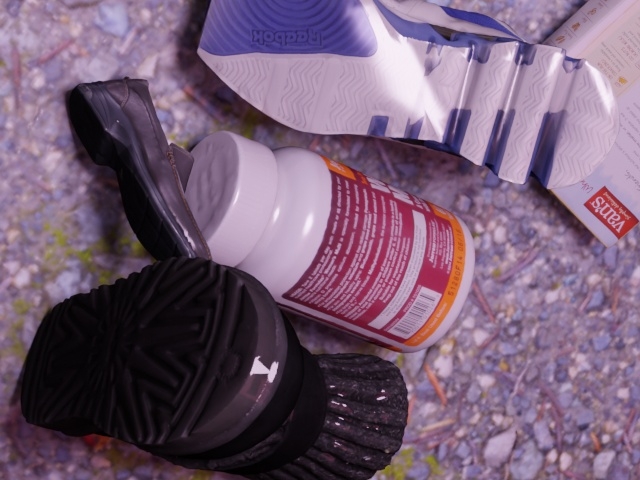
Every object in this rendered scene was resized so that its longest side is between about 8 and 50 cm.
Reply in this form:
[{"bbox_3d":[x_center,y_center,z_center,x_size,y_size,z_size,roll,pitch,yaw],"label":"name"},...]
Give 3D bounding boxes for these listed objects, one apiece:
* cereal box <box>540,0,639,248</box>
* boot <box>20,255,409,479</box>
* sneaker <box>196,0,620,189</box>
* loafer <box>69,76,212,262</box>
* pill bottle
[{"bbox_3d":[0.268,-0.129,1.532,0.240,0.047,0.173,-41,119,9],"label":"cereal box"},{"bbox_3d":[-0.036,0.113,1.341,0.260,0.348,0.131,22,79,-26],"label":"boot"},{"bbox_3d":[0.062,-0.128,1.421,0.315,0.182,0.127,20,97,-1],"label":"sneaker"},{"bbox_3d":[-0.116,-0.049,1.348,0.061,0.062,0.170,-22,74,-27],"label":"loafer"},{"bbox_3d":[0.000,0.000,1.433,0.221,0.121,0.121,22,97,-31],"label":"pill bottle"}]
